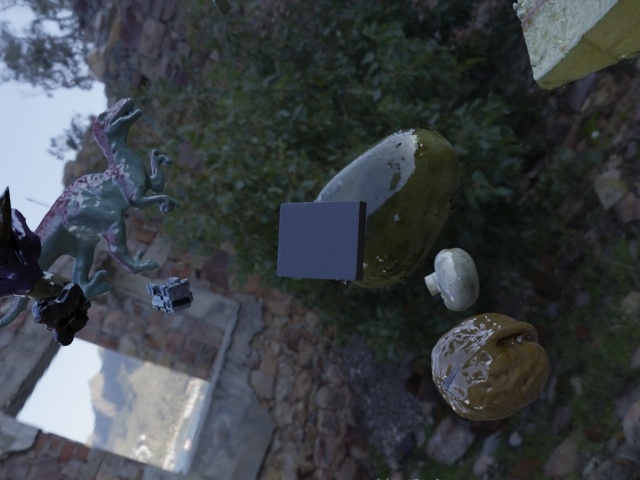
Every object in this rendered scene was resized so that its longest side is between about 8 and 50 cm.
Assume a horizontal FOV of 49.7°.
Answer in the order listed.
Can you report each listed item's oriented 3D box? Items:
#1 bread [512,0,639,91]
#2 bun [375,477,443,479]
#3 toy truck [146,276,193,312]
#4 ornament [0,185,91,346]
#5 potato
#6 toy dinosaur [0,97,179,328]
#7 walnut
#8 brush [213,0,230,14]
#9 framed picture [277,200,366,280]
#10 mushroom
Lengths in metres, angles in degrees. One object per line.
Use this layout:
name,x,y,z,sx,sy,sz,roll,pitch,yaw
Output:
bread,0.427,-0.384,1.070,0.236,0.198,0.264,137,136,-57
bun,0.225,0.641,1.611,0.259,0.259,0.152,138,133,-73
toy truck,-0.192,0.072,0.888,0.083,0.039,0.044,-2,104,60
ornament,-0.225,-0.013,0.444,0.088,0.203,0.081,-27,36,14
potato,0.139,-0.061,1.407,0.359,0.219,0.270,-45,59,33
toy dinosaur,-0.241,-0.016,0.688,0.242,0.167,0.053,-37,1,-16
walnut,0.372,0.274,1.511,0.224,0.257,0.257,53,129,40
brush,-0.139,-0.328,0.924,0.016,0.013,0.083,-49,-21,-3
framed picture,0.000,0.000,1.151,0.168,0.023,0.128,0,86,39
mushroom,0.172,0.052,0.900,0.083,0.067,0.084,-19,-90,-79
